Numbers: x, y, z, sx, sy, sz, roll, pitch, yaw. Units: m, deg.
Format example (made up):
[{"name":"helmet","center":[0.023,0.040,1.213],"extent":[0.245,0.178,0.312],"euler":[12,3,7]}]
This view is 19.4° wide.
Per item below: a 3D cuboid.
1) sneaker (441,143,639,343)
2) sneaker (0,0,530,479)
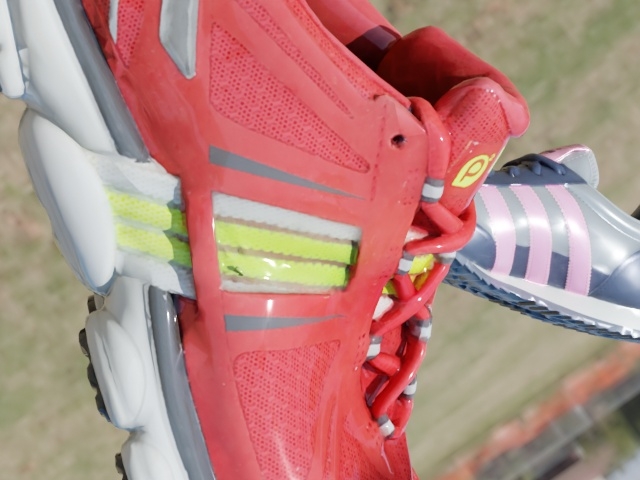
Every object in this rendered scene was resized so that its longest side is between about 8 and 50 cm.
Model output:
[{"name":"sneaker","center":[0.136,-0.024,1.386],"extent":[0.112,0.319,0.131],"euler":[8,-102,58]},{"name":"sneaker","center":[0.000,0.000,0.469],"extent":[0.118,0.279,0.107],"euler":[-18,-166,10]}]
